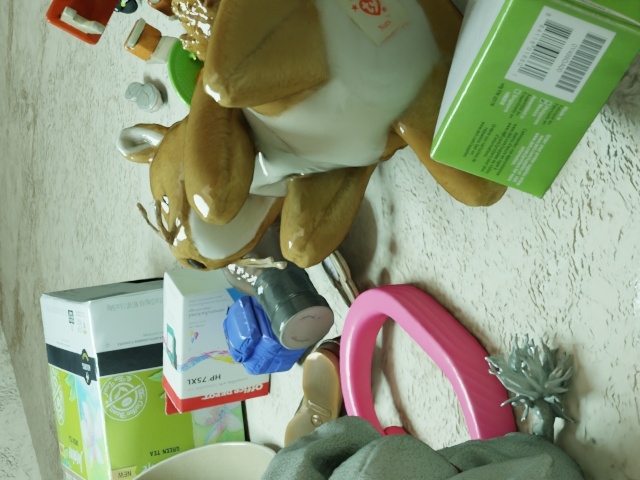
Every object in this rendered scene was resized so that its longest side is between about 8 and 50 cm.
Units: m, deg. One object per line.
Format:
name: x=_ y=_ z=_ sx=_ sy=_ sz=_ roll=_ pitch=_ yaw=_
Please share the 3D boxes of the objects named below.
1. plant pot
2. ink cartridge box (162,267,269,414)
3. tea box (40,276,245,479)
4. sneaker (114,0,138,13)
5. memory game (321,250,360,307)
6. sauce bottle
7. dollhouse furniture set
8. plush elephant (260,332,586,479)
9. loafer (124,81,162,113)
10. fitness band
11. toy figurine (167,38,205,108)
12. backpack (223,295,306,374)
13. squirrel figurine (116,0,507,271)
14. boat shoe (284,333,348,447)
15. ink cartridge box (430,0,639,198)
plant pot: x=-0.135 y=0.460 z=1.717 sx=0.256 sy=0.256 sz=0.274 roll=24 pitch=135 yaw=63
ink cartridge box: x=-0.141 y=0.149 z=1.722 sx=0.078 sy=0.134 sz=0.231 roll=-135 pitch=42 yaw=-53
tea box: x=-0.277 y=0.229 z=1.948 sx=0.329 sy=0.220 sz=0.323 roll=177 pitch=84 yaw=-66
sneaker: x=-0.309 y=-0.414 z=2.018 sx=0.097 sy=0.084 sz=0.235 roll=64 pitch=163 yaw=-20
memory game: x=0.000 y=0.000 z=1.415 sx=0.186 sy=0.012 sz=0.186 roll=60 pitch=173 yaw=12
sauce bottle: x=-0.088 y=-0.010 z=1.515 sx=0.111 sy=0.111 sz=0.344 roll=104 pitch=147 yaw=-41
dollhouse furniture set: x=-0.299 y=-0.408 z=1.788 sx=0.259 sy=0.262 sz=0.135 roll=-64 pitch=23 yaw=-5
plush elephant: x=0.105 y=0.249 z=1.022 sx=0.272 sy=0.255 sz=0.330 roll=-5 pitch=89 yaw=55
loafer: x=-0.277 y=-0.229 z=2.035 sx=0.045 sy=0.039 sz=0.125 roll=-61 pitch=33 yaw=1
fitness band: x=0.102 y=0.167 z=1.281 sx=0.291 sy=0.054 sz=0.209 roll=45 pitch=137 yaw=52
toy figurine: x=-0.094 y=-0.254 z=1.548 sx=0.159 sy=0.130 sz=0.173 roll=-34 pitch=46 yaw=50
backpack: x=-0.073 y=0.114 z=1.601 sx=0.120 sy=0.101 sz=0.098 roll=115 pitch=147 yaw=-57
squirrel figurine: x=-0.041 y=-0.158 z=1.222 sx=0.370 sy=0.281 sz=0.397 roll=-39 pitch=44 yaw=53
boat shoe: x=0.012 y=0.197 z=1.479 sx=0.073 sy=0.073 sz=0.207 roll=32 pitch=129 yaw=21
ink cartridge box: x=0.176 y=-0.193 z=0.963 sx=0.189 sy=0.097 sz=0.255 roll=115 pitch=174 yaw=-52
